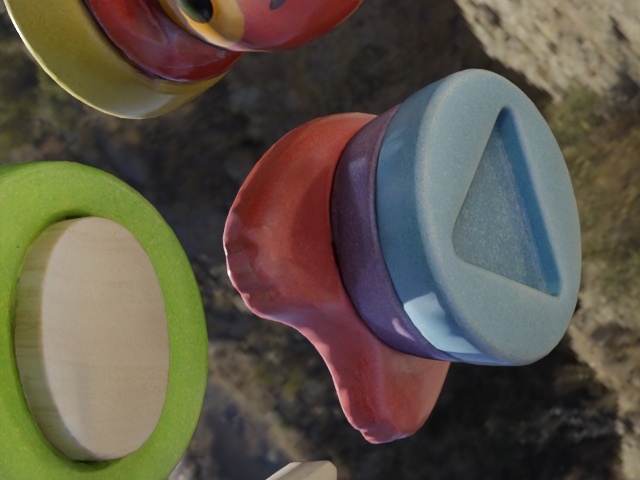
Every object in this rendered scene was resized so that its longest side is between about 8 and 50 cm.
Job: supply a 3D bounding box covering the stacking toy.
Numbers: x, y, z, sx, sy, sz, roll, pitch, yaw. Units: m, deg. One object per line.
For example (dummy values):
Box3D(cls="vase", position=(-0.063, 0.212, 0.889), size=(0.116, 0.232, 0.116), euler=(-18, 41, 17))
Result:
Box3D(cls="stacking toy", position=(0.000, 0.000, 0.506), size=(0.130, 0.279, 0.309), euler=(-11, 140, 38))
